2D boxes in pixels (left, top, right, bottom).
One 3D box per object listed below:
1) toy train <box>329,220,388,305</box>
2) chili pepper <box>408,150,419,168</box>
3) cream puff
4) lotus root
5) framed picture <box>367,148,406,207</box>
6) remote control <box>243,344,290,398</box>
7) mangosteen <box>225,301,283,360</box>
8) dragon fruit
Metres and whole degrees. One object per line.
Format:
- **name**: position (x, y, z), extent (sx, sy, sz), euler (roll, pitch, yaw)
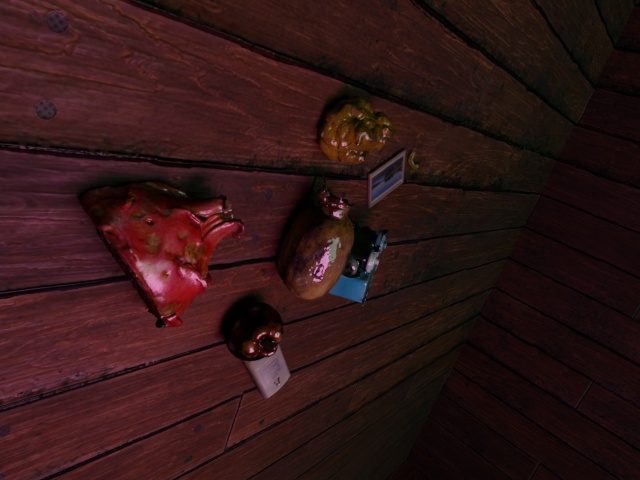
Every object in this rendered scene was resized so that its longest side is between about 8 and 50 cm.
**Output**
- **toy train**: position (0.090, 0.052, 1.125), extent (0.203, 0.112, 0.163), euler (-53, 157, -57)
- **chili pepper**: position (0.256, -0.219, 1.254), extent (0.030, 0.017, 0.083), euler (-58, 151, -1)
- **cream puff**: position (0.076, -0.215, 0.926), extent (0.146, 0.116, 0.146), euler (-38, 144, -34)
- **lotus root**: position (0.002, 0.001, 0.971), extent (0.154, 0.154, 0.278), euler (-4, 119, -52)
- **framed picture**: position (0.173, -0.163, 1.193), extent (0.149, 0.011, 0.109), euler (-38, 142, -30)
- **remote control**: position (-0.134, 0.317, 1.153), extent (0.098, 0.038, 0.233), euler (-41, 145, -24)
- **mangosteen**: position (-0.133, 0.198, 0.963), extent (0.140, 0.140, 0.140), euler (-33, 140, -34)
- **dragon fruit**: position (-0.212, 0.008, 0.706), extent (0.211, 0.134, 0.262), euler (-45, 145, -26)
